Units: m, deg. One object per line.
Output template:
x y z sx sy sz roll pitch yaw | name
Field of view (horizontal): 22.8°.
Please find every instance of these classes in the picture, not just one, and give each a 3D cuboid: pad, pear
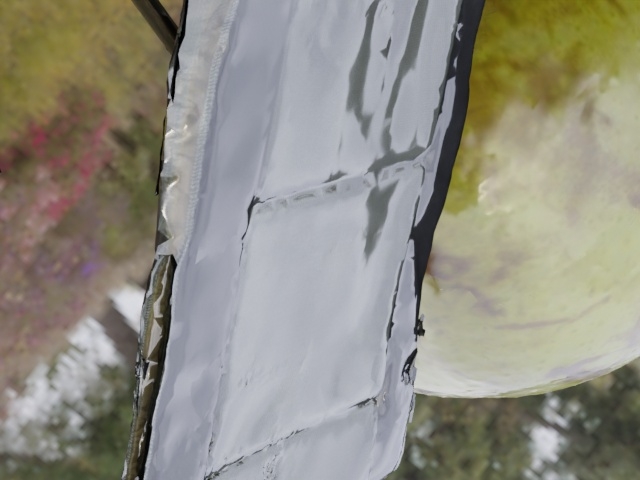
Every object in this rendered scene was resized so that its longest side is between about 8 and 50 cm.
-0.001 0.000 0.509 0.174 0.022 0.233 -22 127 -55 | pad
0.074 -0.067 0.708 0.283 0.283 0.283 -49 -171 11 | pear

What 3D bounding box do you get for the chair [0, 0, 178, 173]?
-0.193 -0.135 0.418 0.159 0.326 0.170 -23 -168 49 | chair
